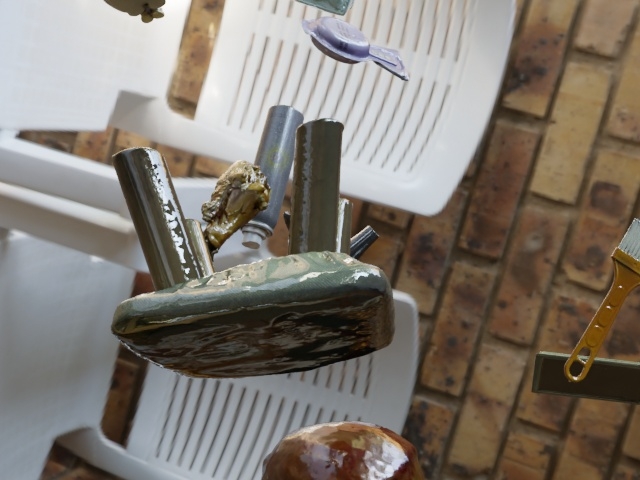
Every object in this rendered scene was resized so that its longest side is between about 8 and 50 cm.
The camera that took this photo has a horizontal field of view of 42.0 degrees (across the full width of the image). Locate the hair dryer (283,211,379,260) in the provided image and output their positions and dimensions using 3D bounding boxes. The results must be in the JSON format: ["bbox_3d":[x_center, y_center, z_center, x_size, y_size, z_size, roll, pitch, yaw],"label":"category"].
[{"bbox_3d":[0.000,0.000,1.736,0.195,0.075,0.219,-42,127,2],"label":"hair dryer"}]

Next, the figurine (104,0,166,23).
[{"bbox_3d":[-0.302,-0.468,1.277,0.236,0.127,0.155,70,12,21],"label":"figurine"}]

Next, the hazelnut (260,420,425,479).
[{"bbox_3d":[0.045,0.604,1.908,0.353,0.420,0.421,-64,162,-47],"label":"hazelnut"}]

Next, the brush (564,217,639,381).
[{"bbox_3d":[0.514,0.113,1.471,0.314,0.090,0.017,-59,-176,-7],"label":"brush"}]

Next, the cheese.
[{"bbox_3d":[0.054,-0.309,1.330,0.042,0.191,0.105,-58,-153,34],"label":"cheese"}]

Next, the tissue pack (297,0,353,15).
[{"bbox_3d":[-0.017,-0.504,1.615,0.263,0.177,0.089,-76,-175,-73],"label":"tissue pack"}]

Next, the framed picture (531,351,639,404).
[{"bbox_3d":[0.628,0.310,1.873,0.232,0.296,0.019,74,25,-58],"label":"framed picture"}]

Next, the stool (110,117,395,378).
[{"bbox_3d":[-0.074,0.026,1.011,0.310,0.310,0.226,78,5,-69],"label":"stool"}]

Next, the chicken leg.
[{"bbox_3d":[-0.142,-0.040,1.286,0.085,0.101,0.207,46,54,-25],"label":"chicken leg"}]

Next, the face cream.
[{"bbox_3d":[-0.096,-0.120,1.580,0.073,0.073,0.284,64,37,-66],"label":"face cream"}]
